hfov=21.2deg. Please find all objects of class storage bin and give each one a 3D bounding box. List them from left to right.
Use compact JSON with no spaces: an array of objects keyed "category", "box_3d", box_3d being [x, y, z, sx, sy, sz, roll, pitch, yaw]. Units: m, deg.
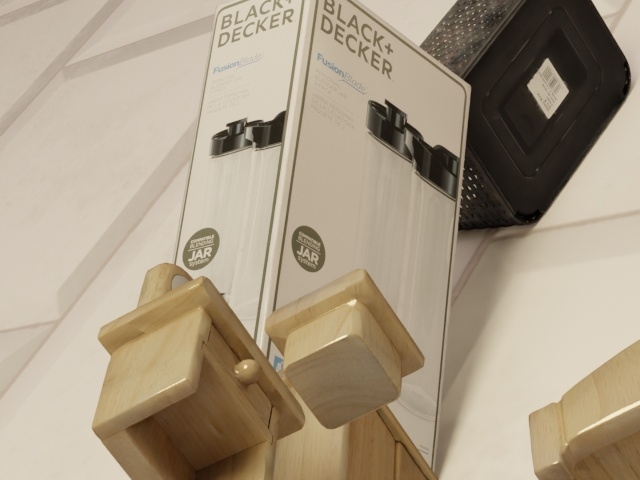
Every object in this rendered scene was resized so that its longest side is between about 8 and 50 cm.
[{"category":"storage bin","box_3d":[0.134,-0.104,1.251,0.084,0.122,0.180,-5,38,50]}]

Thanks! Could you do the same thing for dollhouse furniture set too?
[{"category":"dollhouse furniture set","box_3d":[0.138,0.061,0.723,0.356,0.303,0.174,-28,24,17]}]

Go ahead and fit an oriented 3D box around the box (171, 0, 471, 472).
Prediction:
[{"category":"box","box_3d":[0.000,0.000,1.056,0.087,0.169,0.290,-16,55,39]}]
